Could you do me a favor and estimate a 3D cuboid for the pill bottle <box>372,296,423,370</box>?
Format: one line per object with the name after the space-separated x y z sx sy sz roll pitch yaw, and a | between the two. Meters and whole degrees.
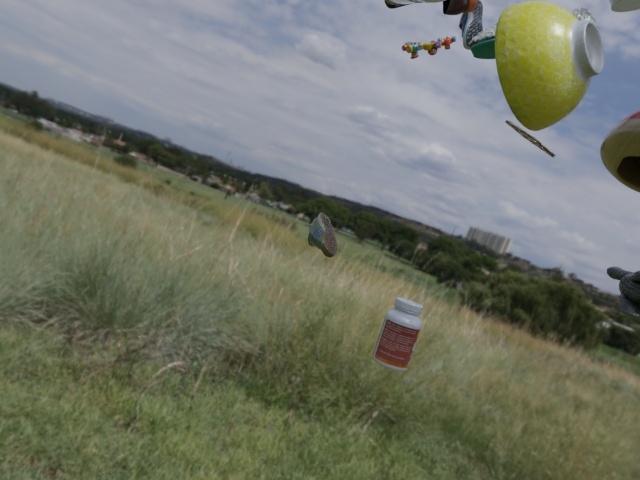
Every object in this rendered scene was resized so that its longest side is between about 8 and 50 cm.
0.254 0.299 1.740 0.121 0.216 0.121 18 4 -1 | pill bottle

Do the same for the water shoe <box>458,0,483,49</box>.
0.554 -0.790 2.002 0.073 0.203 0.080 15 -10 -18 | water shoe

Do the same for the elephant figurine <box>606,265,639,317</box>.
0.882 0.146 1.456 0.239 0.169 0.186 23 -18 30 | elephant figurine

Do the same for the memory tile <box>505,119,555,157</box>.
0.577 -0.281 1.486 0.113 0.012 0.148 25 22 -34 | memory tile

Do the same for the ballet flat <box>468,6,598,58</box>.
0.714 -0.708 1.839 0.409 0.146 0.147 -1 -4 14 | ballet flat

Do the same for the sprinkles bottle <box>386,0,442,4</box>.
0.206 -0.578 1.173 0.121 0.121 0.355 21 19 -13 | sprinkles bottle

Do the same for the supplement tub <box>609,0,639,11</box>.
1.032 -0.942 1.753 0.236 0.324 0.235 -8 1 0 | supplement tub

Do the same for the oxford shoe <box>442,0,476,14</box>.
0.370 -0.780 1.526 0.098 0.271 0.097 -18 15 -10 | oxford shoe

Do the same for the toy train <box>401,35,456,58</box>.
0.349 -0.621 1.743 0.166 0.046 0.125 0 26 23 | toy train

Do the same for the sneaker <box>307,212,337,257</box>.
0.000 0.000 1.782 0.064 0.086 0.192 29 33 -33 | sneaker

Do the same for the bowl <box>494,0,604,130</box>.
0.527 -0.402 1.198 0.156 0.289 0.289 -7 -19 45 | bowl

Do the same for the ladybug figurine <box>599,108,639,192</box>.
0.889 -0.232 1.372 0.305 0.161 0.449 27 1 20 | ladybug figurine

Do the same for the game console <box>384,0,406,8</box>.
0.315 -0.882 1.627 0.250 0.293 0.173 -23 22 -21 | game console
